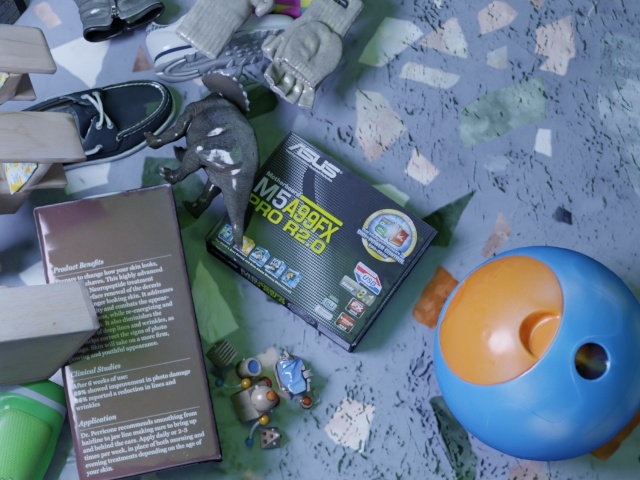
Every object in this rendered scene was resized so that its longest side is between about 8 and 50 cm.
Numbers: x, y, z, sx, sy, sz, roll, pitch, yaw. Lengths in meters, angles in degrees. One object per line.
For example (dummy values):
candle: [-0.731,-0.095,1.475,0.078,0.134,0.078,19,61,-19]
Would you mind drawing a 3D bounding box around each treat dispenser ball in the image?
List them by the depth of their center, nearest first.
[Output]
treat dispenser ball: [0.296,0.151,1.512,0.288,0.288,0.288,1,73,-4]

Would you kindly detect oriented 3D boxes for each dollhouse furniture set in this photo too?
dollhouse furniture set: [-0.480,-0.016,1.415,0.256,0.362,0.394,-5,64,-42]

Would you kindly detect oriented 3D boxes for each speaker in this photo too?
speaker: [-0.445,0.317,1.497,0.131,0.131,0.296,22,73,3]

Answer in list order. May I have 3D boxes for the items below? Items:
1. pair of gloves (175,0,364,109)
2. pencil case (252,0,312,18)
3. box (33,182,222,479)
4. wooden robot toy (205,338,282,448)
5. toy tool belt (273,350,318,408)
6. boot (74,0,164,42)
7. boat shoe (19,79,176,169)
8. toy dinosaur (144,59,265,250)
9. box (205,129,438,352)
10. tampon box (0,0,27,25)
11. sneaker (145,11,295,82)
pair of gloves: [-0.075,-0.326,1.670,0.240,0.042,0.204,26,73,-11]
pencil case: [-0.074,-0.400,1.755,0.236,0.104,0.104,3,73,-2]
box: [-0.261,0.131,1.544,0.191,0.143,0.381,-10,81,-6]
wooden robot toy: [-0.084,0.209,1.562,0.076,0.079,0.173,-28,92,-38]
toy tool belt: [-0.033,0.198,1.598,0.052,0.051,0.083,-24,77,-10]
boot: [-0.276,-0.407,1.744,0.246,0.083,0.161,-29,69,-3]
boat shoe: [-0.357,-0.167,1.667,0.302,0.091,0.114,-27,77,-11]
toy dinosaur: [-0.150,-0.134,1.620,0.160,0.121,0.313,-34,47,18]
box: [0.000,0.000,1.657,0.270,0.060,0.216,36,75,7]
tampon box: [-0.531,-0.383,1.685,0.120,0.161,0.101,36,74,8]
sneaker: [-0.151,-0.321,1.735,0.235,0.090,0.094,-13,65,-9]
